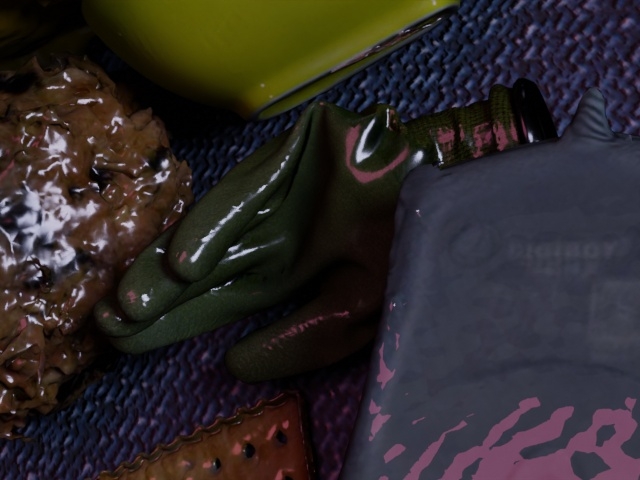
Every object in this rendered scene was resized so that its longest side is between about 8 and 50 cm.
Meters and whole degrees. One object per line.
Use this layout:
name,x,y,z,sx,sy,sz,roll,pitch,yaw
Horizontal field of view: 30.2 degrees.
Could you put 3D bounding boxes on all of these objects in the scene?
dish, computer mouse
dish,0.001,-0.150,0.699,0.262,0.221,0.108,-28,92,10
computer mouse,0.102,0.109,0.494,0.188,0.122,0.371,1,65,23

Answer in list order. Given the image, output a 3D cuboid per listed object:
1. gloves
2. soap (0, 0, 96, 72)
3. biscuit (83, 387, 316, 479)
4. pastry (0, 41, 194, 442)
gloves,0.004,-0.004,0.637,0.268,0.135,0.107,-22,10,4
soap,-0.204,-0.186,0.712,0.293,0.335,0.156,-20,96,13
biscuit,-0.082,0.176,0.659,0.203,0.016,0.144,-28,52,19
pastry,-0.212,-0.009,0.737,0.275,0.193,0.275,-17,58,29
